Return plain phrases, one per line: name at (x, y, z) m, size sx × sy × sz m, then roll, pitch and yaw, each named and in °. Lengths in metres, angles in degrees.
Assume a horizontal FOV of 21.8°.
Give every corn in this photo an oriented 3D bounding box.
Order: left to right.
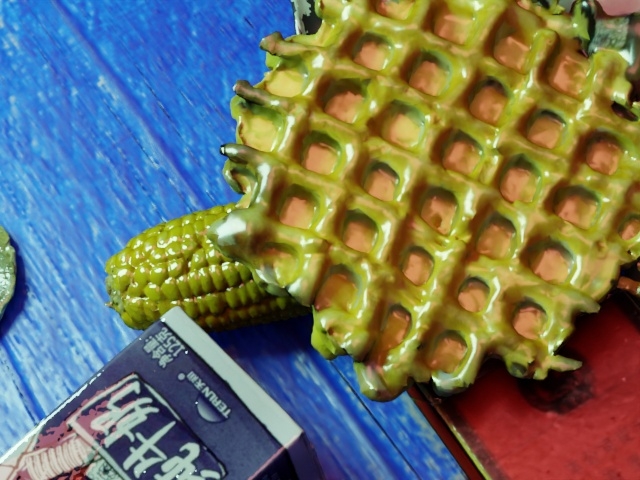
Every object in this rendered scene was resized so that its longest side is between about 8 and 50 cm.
corn at (0.002, 0.003, 1.162) m, size 0.313 × 0.102 × 0.102 m, roll -19°, pitch 60°, yaw 1°

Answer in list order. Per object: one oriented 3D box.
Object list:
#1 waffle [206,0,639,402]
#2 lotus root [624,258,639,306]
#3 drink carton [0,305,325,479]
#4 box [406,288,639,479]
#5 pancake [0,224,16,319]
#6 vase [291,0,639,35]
waffle at (0.092, -0.048, 1.085) m, size 0.329 × 0.062 × 0.329 m, roll 0°, pitch 74°, yaw -1°
lotus root at (0.288, -0.009, 1.131) m, size 0.183 × 0.077 × 0.090 m, roll -35°, pitch 62°, yaw -9°
drink carton at (-0.125, 0.172, 1.085) m, size 0.222 × 0.102 × 0.134 m, roll -41°, pitch 65°, yaw -12°
box at (0.164, 0.116, 1.086) m, size 0.153 × 0.074 × 0.239 m, roll -33°, pitch 61°, yaw -5°
pancake at (-0.280, 0.030, 1.230) m, size 0.116 × 0.022 × 0.129 m, roll -1°, pitch 60°, yaw 5°
vase at (0.165, -0.172, 1.209) m, size 0.360 × 0.165 × 0.165 m, roll -12°, pitch 60°, yaw 7°
